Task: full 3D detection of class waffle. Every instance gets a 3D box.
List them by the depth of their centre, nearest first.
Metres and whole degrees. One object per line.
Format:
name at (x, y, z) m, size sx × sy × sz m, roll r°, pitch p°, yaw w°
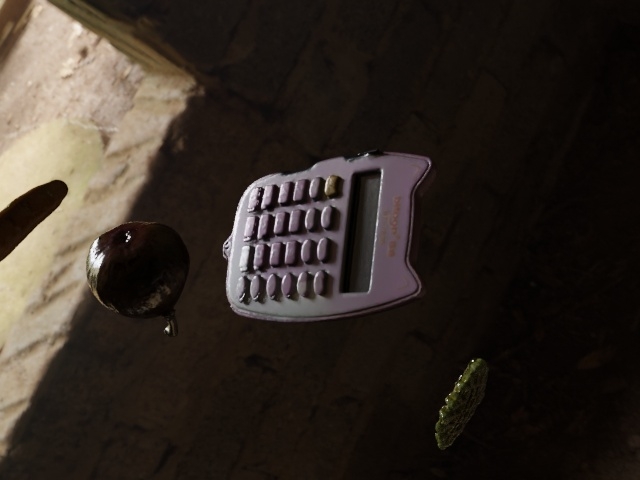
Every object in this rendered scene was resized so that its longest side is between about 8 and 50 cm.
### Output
waffle at (0.267, 0.309, 1.456) m, size 0.036 × 0.183 × 0.169 m, roll 27°, pitch 65°, yaw 27°

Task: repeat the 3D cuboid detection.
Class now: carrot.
carrot at (-0.356, -0.028, 0.921) m, size 0.048 × 0.048 × 0.139 m, roll 0°, pitch 41°, yaw 43°

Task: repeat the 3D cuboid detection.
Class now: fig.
fig at (-0.366, 0.102, 1.699) m, size 0.217 × 0.320 × 0.216 m, roll -10°, pitch 49°, yaw 11°

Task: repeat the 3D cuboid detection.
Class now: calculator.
calculator at (0.001, 0.000, 0.880) m, size 0.294 × 0.043 × 0.194 m, roll -5°, pitch 71°, yaw 37°
